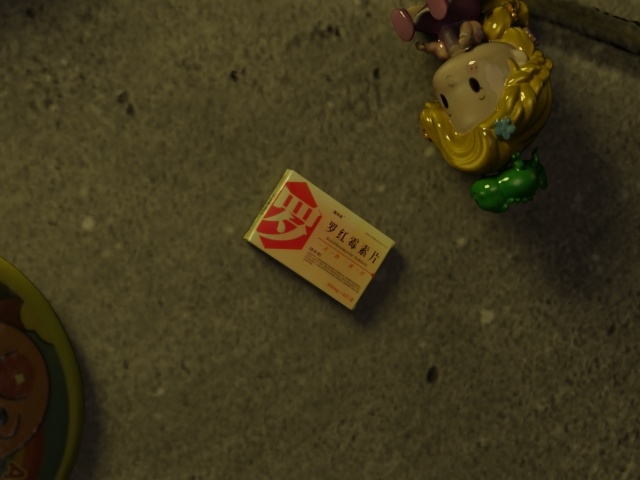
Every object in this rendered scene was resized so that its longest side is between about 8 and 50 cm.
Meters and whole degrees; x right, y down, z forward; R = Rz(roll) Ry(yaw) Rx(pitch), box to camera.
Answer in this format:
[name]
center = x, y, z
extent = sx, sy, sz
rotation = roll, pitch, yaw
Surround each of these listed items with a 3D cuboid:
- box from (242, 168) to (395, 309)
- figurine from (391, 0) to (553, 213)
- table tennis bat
[box]
center = 0.000, 0.000, 0.952
extent = 0.093, 0.015, 0.058
rotation = 34, 82, -21
[figurine]
center = 0.124, -0.103, 0.951
extent = 0.115, 0.095, 0.156
rotation = -21, 85, -38
[table tennis bat]
center = -0.282, 0.052, 0.834
extent = 0.224, 0.054, 0.369
rotation = -31, 109, -17
